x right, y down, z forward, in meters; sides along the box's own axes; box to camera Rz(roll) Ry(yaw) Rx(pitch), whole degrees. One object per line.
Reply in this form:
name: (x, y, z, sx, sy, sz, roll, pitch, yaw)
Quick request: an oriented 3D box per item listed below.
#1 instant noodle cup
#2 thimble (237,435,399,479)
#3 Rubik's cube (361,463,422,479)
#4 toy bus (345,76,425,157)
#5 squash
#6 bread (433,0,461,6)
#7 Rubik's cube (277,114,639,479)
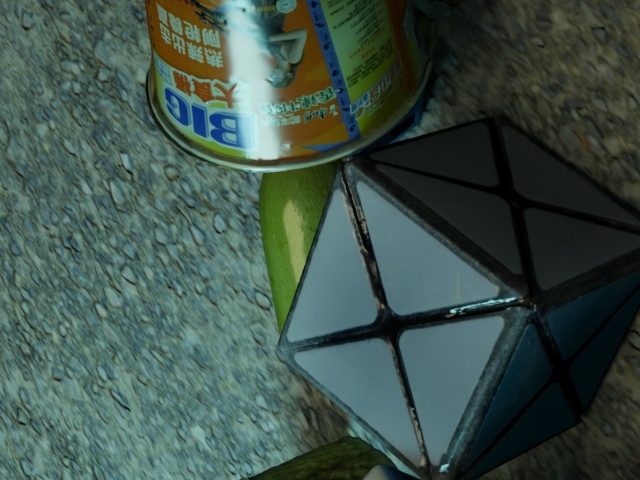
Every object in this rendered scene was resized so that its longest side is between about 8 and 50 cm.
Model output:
instant noodle cup: (-0.047, -0.237, 1.522, 0.296, 0.296, 0.214, 35, 155, 31)
thimble: (0.021, 0.369, 1.858, 0.271, 0.150, 0.270, 48, 150, 40)
Rubik's cube: (0.118, 0.445, 1.574, 0.291, 0.292, 0.290, -49, 41, 13)
toy bus: (0.001, -0.206, 1.732, 0.246, 0.113, 0.134, 51, 172, 19)
squash: (0.000, 0.000, 1.817, 0.132, 0.132, 0.247, 2, 105, 44)
bread: (0.074, -0.342, 1.605, 0.222, 0.096, 0.181, 30, 158, 35)
Rubik's cube: (0.148, 0.056, 1.598, 0.255, 0.259, 0.260, 37, 129, 28)
